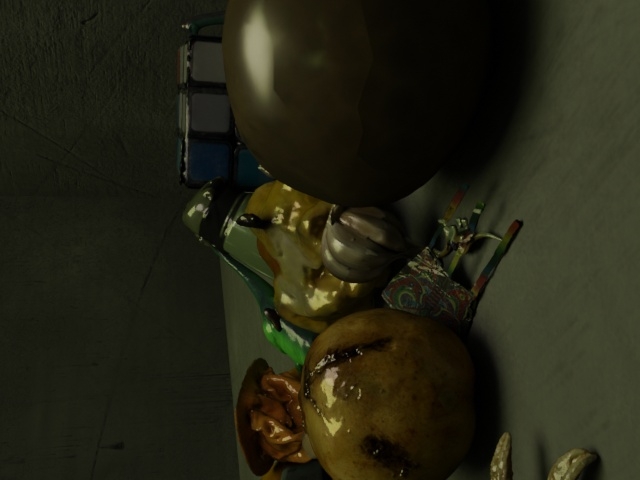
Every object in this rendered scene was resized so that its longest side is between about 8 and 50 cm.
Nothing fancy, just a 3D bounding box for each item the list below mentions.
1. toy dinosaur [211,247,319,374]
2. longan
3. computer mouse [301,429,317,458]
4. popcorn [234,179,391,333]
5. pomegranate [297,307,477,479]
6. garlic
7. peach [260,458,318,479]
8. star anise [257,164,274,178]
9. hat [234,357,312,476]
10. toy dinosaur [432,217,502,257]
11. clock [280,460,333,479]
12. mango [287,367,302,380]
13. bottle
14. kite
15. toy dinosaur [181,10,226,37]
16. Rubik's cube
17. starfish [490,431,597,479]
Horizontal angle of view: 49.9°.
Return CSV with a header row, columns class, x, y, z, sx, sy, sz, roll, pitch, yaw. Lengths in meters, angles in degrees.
class,x,y,z,sx,sy,sz,roll,pitch,yaw
toy dinosaur,-0.110,0.151,1.457,0.144,0.500,0.374,-50,-8,-4
longan,0.053,-0.237,0.903,0.336,0.404,0.405,20,114,35
computer mouse,0.045,0.351,1.286,0.082,0.145,0.236,65,153,25
popcorn,0.000,0.000,1.267,0.297,0.281,0.316,46,154,21
pomegranate,0.088,0.223,0.948,0.260,0.260,0.261,180,90,-75
garlic,0.088,0.016,1.055,0.131,0.194,0.127,135,158,-74
peach,-0.055,0.587,1.583,0.197,0.197,0.198,180,90,-75
star anise,0.009,-0.194,1.284,0.139,0.315,0.359,58,-160,9
hat,-0.030,0.377,1.483,0.233,0.233,0.244,61,-149,-47
toy dinosaur,0.192,-0.009,0.953,0.180,0.037,0.058,157,89,-81
clock,0.027,0.574,1.197,0.386,0.076,0.386,-19,-90,-86
mango,-0.060,0.397,1.671,0.112,0.144,0.219,47,135,45
bottle,-0.136,-0.018,1.525,0.168,0.346,0.169,26,-90,-89
kite,0.179,0.044,0.944,0.152,0.015,0.285,44,140,22
toy dinosaur,-0.147,-0.645,1.604,0.129,0.330,0.384,-108,25,-61
Rubik's cube,-0.178,-0.310,1.724,0.363,0.358,0.362,-137,47,-73
starfish,0.216,0.385,0.682,0.327,0.094,0.375,-45,36,25
